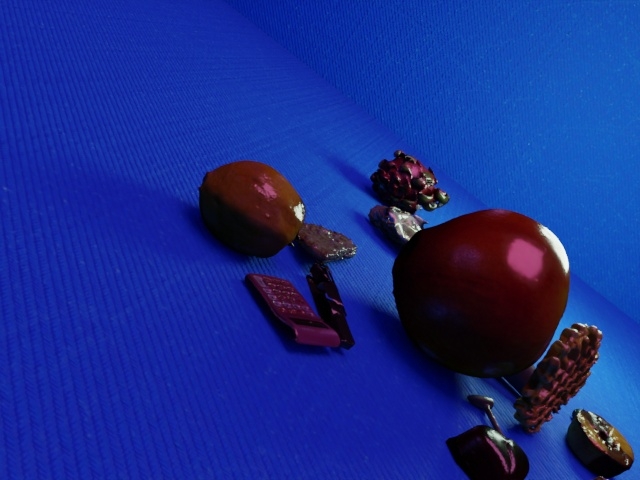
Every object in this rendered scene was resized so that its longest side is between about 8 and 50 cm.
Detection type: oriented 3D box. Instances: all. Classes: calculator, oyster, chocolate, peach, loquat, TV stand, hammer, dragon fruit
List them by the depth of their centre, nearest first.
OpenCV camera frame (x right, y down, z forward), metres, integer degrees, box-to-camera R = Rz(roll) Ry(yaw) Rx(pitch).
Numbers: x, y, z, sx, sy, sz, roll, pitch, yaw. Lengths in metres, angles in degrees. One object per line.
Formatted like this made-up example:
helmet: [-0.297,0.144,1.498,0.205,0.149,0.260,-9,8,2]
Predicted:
chocolate: [0.306,0.387,1.262,0.148,0.080,0.125,38,19,-5]
calculator: [-0.054,0.129,1.292,0.126,0.034,0.190,14,25,-47]
loquat: [-0.129,-0.063,1.397,0.234,0.176,0.187,32,36,-6]
TV stand: [0.018,0.128,1.401,0.036,0.042,0.249,30,21,-28]
hammer: [0.355,0.386,1.432,0.060,0.028,0.195,20,26,-28]
peach: [0.339,0.110,1.538,0.388,0.388,0.388,33,20,-13]
oyster: [0.256,-0.008,2.063,0.214,0.083,0.223,22,30,-29]
dragon fruit: [0.302,-0.173,2.379,0.273,0.218,0.198,41,64,-4]

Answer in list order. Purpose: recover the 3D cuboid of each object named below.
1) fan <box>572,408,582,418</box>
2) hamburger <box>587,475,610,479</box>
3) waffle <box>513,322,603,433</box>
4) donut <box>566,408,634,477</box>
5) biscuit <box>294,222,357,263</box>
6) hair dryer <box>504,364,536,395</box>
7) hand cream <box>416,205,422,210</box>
fan: [0.705,0.481,1.802,0.155,0.039,0.082,37,20,0]
hamburger: [0.485,0.491,1.227,0.162,0.162,0.115,47,20,25]
waffle: [0.525,0.304,1.572,0.065,0.283,0.309,32,-3,37]
donut: [0.648,0.477,1.659,0.166,0.073,0.184,41,21,9]
biscuit: [-0.001,0.002,1.641,0.141,0.038,0.290,32,13,14]
hair dryer: [0.483,0.263,1.839,0.301,0.121,0.361,52,17,14]
hand cream: [0.286,-0.150,2.517,0.165,0.037,0.057,29,20,-6]
